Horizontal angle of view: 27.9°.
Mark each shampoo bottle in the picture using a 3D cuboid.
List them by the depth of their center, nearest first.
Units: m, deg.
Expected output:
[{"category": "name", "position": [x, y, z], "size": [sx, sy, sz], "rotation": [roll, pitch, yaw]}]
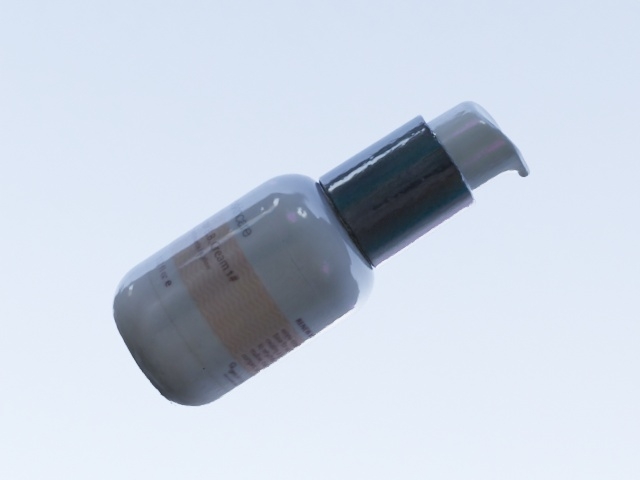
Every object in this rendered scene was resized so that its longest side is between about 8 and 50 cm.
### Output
[{"category": "shampoo bottle", "position": [0.000, 0.000, 0.578], "size": [0.192, 0.074, 0.074], "rotation": [-33, -82, 5]}]
